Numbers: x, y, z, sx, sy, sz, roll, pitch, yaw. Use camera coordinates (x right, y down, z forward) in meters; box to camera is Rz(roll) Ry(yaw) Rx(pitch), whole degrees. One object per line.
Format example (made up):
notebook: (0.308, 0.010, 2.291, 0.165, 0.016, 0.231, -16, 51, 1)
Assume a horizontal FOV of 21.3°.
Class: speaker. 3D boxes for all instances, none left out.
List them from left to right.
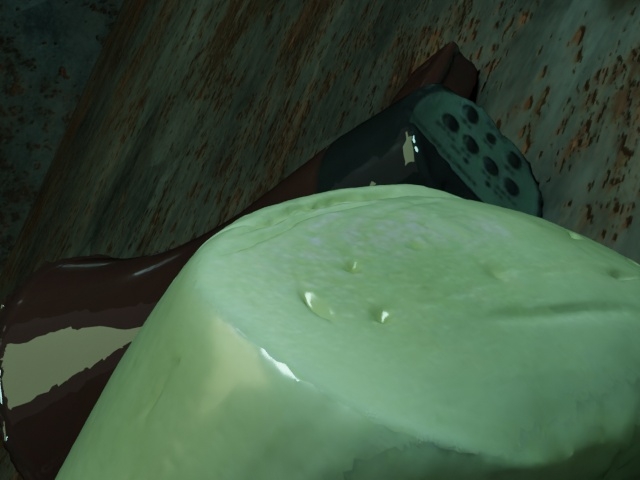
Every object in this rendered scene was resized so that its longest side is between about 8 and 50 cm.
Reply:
speaker: (0.004, 0.024, 0.975, 0.329, 0.198, 0.259, -34, -10, 35)

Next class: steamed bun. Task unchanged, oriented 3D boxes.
steamed bun: (0.017, 0.075, 0.547, 0.250, 0.155, 0.200, -4, -51, -53)
